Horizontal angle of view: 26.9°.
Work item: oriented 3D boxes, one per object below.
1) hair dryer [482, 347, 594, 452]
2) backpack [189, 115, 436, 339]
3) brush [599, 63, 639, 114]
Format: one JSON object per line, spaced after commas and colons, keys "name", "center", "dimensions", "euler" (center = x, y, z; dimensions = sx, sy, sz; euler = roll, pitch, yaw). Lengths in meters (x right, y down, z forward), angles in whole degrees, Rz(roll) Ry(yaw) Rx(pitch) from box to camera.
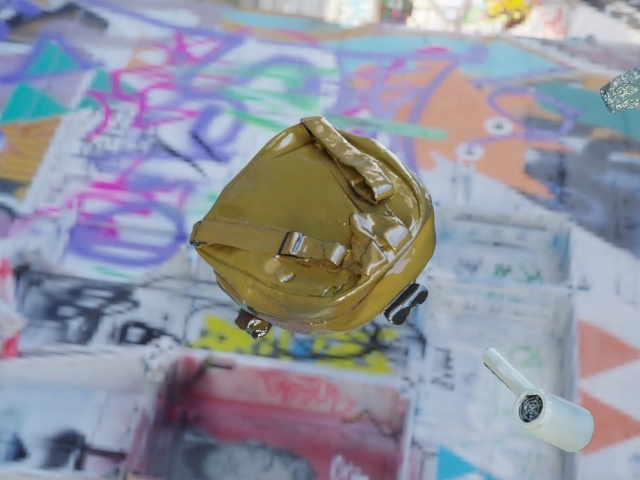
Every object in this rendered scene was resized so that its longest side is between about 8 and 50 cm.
{"name": "hair dryer", "center": [0.323, 0.233, 2.122], "dimensions": [0.073, 0.131, 0.236], "euler": [-53, -140, 11]}
{"name": "backpack", "center": [-0.004, -0.002, 2.030], "dimensions": [0.353, 0.378, 0.201], "euler": [-45, 136, -7]}
{"name": "brush", "center": [0.373, -0.191, 1.359], "dimensions": [0.021, 0.196, 0.070], "euler": [61, 11, 25]}
